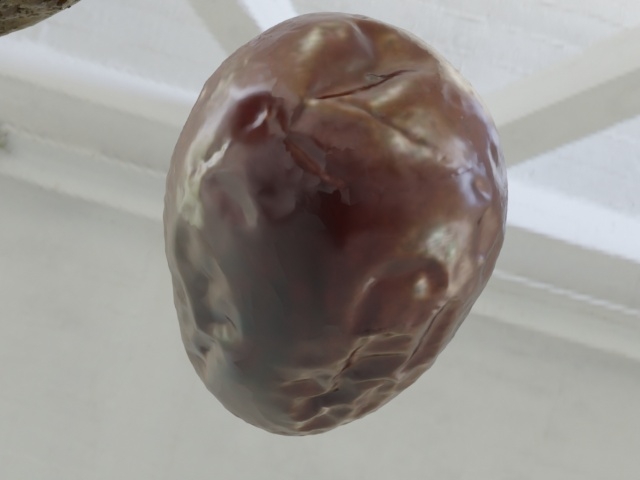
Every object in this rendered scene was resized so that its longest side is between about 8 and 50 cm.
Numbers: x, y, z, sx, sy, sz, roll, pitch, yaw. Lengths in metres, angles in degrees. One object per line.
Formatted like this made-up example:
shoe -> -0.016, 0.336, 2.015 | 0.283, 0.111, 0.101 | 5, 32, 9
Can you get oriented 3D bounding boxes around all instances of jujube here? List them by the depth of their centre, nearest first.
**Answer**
jujube -> 0.000, 0.000, 0.840 | 0.223, 0.223, 0.318 | 18, -41, 1

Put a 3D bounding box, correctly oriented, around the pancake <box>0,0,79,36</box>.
pancake -> -0.172, -0.141, 0.659 | 0.158, 0.158, 0.028 | -36, -100, 34
